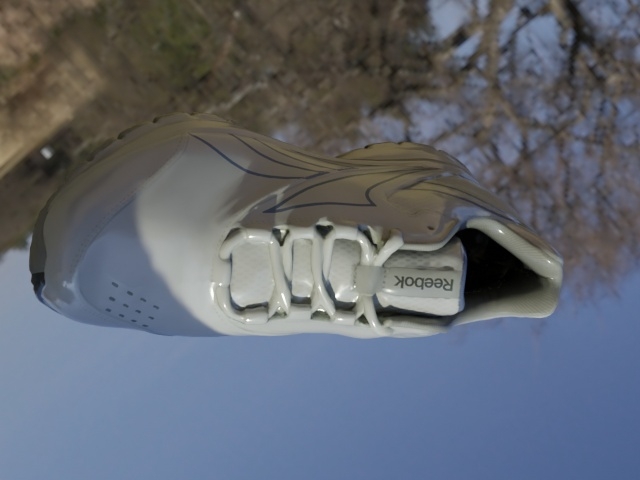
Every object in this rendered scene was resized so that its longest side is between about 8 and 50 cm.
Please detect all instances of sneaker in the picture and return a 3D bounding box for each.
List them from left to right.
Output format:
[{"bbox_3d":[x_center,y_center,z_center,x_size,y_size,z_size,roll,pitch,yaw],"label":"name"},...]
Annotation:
[{"bbox_3d":[0.000,0.000,0.682,0.297,0.111,0.129,-5,-159,-34],"label":"sneaker"}]
